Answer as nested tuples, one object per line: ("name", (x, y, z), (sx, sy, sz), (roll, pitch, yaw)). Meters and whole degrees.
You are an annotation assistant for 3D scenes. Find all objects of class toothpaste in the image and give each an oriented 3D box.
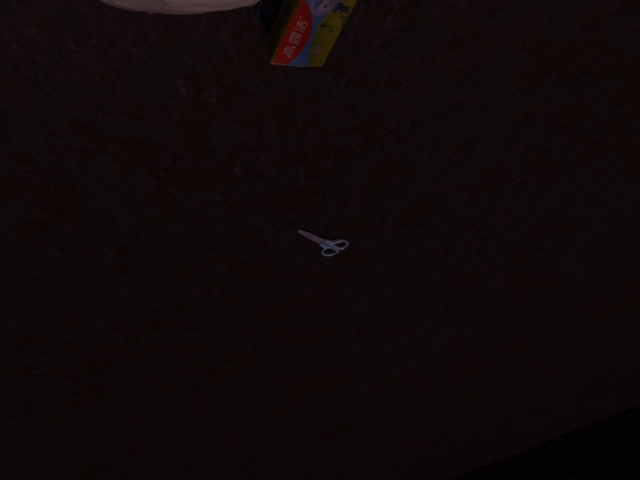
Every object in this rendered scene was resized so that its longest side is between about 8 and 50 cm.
("toothpaste", (0.013, -0.186, 0.528), (0.044, 0.070, 0.193), (-2, 150, -25))

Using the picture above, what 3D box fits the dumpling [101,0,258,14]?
("dumpling", (-0.076, -0.195, 0.379), (0.258, 0.147, 0.193), (9, 167, 11))

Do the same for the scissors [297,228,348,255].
("scissors", (0.000, 0.000, 0.944), (0.036, 0.006, 0.083), (-30, 148, 25))
